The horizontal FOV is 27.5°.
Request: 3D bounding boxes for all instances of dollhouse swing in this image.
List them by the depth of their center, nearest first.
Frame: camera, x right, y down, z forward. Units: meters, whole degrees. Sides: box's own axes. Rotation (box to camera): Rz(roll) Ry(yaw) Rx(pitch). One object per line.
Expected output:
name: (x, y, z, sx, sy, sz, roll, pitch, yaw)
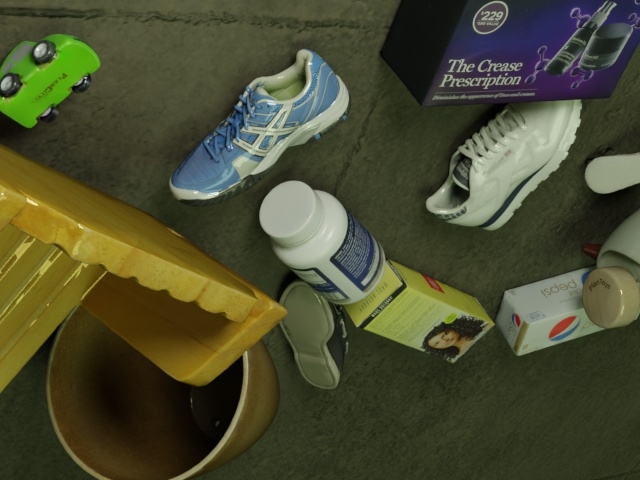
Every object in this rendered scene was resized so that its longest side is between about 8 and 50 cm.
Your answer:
dollhouse swing: (-0.290, 0.085, 1.137, 0.347, 0.315, 0.305, 29, 93, -51)

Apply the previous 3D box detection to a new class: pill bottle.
pill bottle: (0.000, 0.000, 1.484, 0.094, 0.094, 0.169, -37, 144, 7)

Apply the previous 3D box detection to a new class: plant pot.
plant pot: (-0.147, 0.166, 1.490, 0.237, 0.237, 0.254, -38, 160, 8)

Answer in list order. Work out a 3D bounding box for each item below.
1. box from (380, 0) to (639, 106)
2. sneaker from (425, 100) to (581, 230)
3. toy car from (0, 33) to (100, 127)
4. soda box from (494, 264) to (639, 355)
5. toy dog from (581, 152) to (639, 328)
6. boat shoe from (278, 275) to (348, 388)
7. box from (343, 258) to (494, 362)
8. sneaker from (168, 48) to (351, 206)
box: (0.218, -0.242, 1.361, 0.261, 0.103, 0.184, -7, 134, -31)
sneaker: (0.216, -0.106, 1.533, 0.094, 0.090, 0.235, 10, 126, -31)
toy car: (-0.295, -0.111, 1.177, 0.225, 0.053, 0.239, -40, 144, 9)
soda box: (0.362, 0.094, 1.877, 0.216, 0.069, 0.074, -14, 140, -23)
toy dog: (0.435, -0.046, 1.739, 0.220, 0.161, 0.334, 15, 109, -41)
boat shoe: (-0.004, 0.103, 1.649, 0.206, 0.075, 0.065, 79, 30, -46)
box: (0.130, 0.093, 1.718, 0.087, 0.058, 0.232, -46, 141, 18)
sneaker: (-0.071, -0.116, 1.323, 0.211, 0.080, 0.081, -38, 138, -8)
